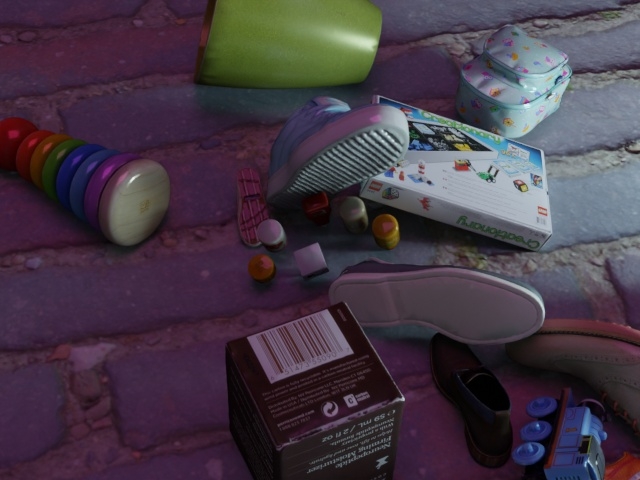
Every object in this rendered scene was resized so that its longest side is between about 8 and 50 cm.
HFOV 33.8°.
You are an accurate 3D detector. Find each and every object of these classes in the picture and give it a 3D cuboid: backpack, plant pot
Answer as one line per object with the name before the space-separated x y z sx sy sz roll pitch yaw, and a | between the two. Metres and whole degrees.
backpack | 0.327 -0.271 1.819 0.166 0.144 0.188 35 58 20
plant pot | -0.051 -0.377 1.849 0.293 0.275 0.275 12 46 -11

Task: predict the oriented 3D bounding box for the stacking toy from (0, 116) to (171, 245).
stacking toy | -0.399 -0.114 1.673 0.330 0.141 0.141 26 51 28

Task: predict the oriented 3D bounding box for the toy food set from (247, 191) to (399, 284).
toy food set | 0.000 0.000 1.604 0.232 0.104 0.111 -23 73 1

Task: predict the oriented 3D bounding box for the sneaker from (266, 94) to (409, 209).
sneaker | 0.008 -0.158 1.546 0.135 0.366 0.150 5 75 -28

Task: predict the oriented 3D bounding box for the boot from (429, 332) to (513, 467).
boot | 0.208 0.184 1.415 0.082 0.106 0.219 -12 49 -13

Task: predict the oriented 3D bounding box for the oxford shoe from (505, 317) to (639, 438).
oxford shoe | 0.421 0.196 1.393 0.396 0.140 0.147 11 81 28

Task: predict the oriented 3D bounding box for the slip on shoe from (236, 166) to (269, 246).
slip on shoe | -0.110 -0.049 1.669 0.051 0.041 0.135 -9 66 -8

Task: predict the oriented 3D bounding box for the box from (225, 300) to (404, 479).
box | -0.011 0.218 1.312 0.168 0.203 0.167 -19 51 -18

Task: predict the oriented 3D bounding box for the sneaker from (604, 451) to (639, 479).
sneaker | 0.344 0.328 1.329 0.175 0.064 0.067 -21 29 -25

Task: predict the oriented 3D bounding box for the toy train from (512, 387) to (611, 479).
toy train | 0.310 0.261 1.335 0.105 0.080 0.184 -8 24 26

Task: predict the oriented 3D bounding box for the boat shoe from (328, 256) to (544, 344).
boat shoe | 0.168 0.069 1.479 0.319 0.116 0.099 2 28 31

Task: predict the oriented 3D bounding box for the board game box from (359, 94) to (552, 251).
board game box | 0.213 -0.108 1.660 0.305 0.053 0.193 17 46 -11
